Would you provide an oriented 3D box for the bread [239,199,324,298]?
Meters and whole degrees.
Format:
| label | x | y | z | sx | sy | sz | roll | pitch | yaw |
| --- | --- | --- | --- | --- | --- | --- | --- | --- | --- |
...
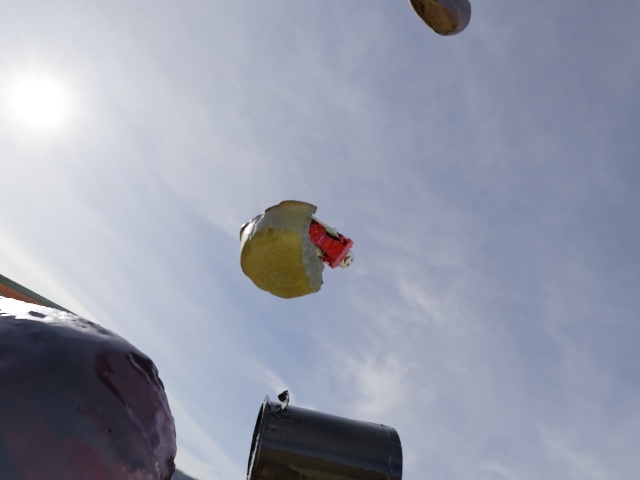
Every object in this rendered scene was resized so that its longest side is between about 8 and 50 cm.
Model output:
| label | x | y | z | sx | sy | sz | roll | pitch | yaw |
| --- | --- | --- | --- | --- | --- | --- | --- | --- | --- |
| bread | -0.061 | 0.016 | 0.672 | 0.125 | 0.086 | 0.156 | -3 | -45 | 5 |

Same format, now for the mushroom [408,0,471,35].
| label | x | y | z | sx | sy | sz | roll | pitch | yaw |
| --- | --- | --- | --- | --- | --- | --- | --- | --- | --- |
| mushroom | 0.179 | -0.363 | 0.668 | 0.123 | 0.123 | 0.052 | 48 | -32 | -19 |

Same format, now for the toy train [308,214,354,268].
| label | x | y | z | sx | sy | sz | roll | pitch | yaw |
| --- | --- | --- | --- | --- | --- | --- | --- | --- | --- |
| toy train | 0.000 | 0.000 | 1.115 | 0.204 | 0.083 | 0.131 | 35 | -6 | 39 |

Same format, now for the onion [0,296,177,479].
| label | x | y | z | sx | sy | sz | roll | pitch | yaw |
| --- | --- | --- | --- | --- | --- | --- | --- | --- | --- |
| onion | -0.220 | 0.170 | 0.353 | 0.314 | 0.146 | 0.280 | 64 | 2 | 1 |

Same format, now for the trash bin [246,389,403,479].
| label | x | y | z | sx | sy | sz | roll | pitch | yaw |
| --- | --- | --- | --- | --- | --- | --- | --- | --- | --- |
| trash bin | -0.002 | 0.474 | 0.970 | 0.301 | 0.252 | 0.203 | 16 | -1 | -8 |

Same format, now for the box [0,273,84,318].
| label | x | y | z | sx | sy | sz | roll | pitch | yaw |
| --- | --- | --- | --- | --- | --- | --- | --- | --- | --- |
| box | -0.488 | 0.160 | 0.688 | 0.177 | 0.148 | 0.195 | -22 | -48 | 31 |
